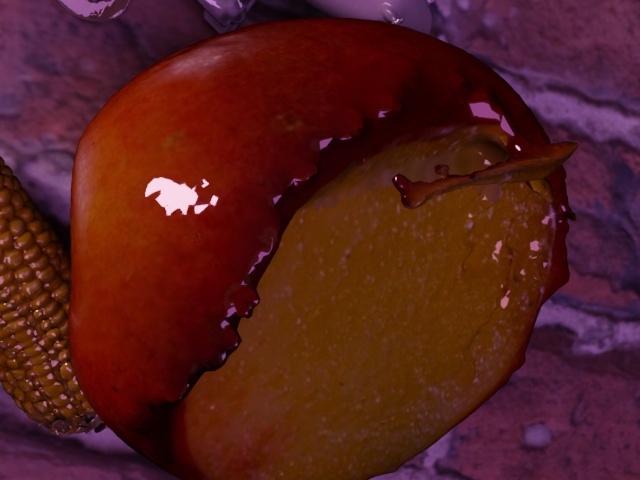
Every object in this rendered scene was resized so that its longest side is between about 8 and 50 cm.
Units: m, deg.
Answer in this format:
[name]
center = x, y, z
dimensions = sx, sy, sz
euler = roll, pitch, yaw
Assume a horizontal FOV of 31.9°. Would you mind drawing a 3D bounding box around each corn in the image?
[corn]
center = -0.253, 0.026, 0.901
dimensions = 0.115, 0.115, 0.318
euler = -29, 113, -8

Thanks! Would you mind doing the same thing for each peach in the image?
[peach]
center = -0.021, -0.002, 0.851
dimensions = 0.406, 0.310, 0.335
euler = -26, 132, -26

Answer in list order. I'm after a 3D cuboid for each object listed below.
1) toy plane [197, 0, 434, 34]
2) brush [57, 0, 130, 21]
[toy plane]
center = 0.003, -0.248, 0.890
dimensions = 0.252, 0.118, 0.252
euler = -2, 122, -4
[brush]
center = -0.123, -0.321, 0.852
dimensions = 0.070, 0.065, 0.327
euler = 20, 99, -21
